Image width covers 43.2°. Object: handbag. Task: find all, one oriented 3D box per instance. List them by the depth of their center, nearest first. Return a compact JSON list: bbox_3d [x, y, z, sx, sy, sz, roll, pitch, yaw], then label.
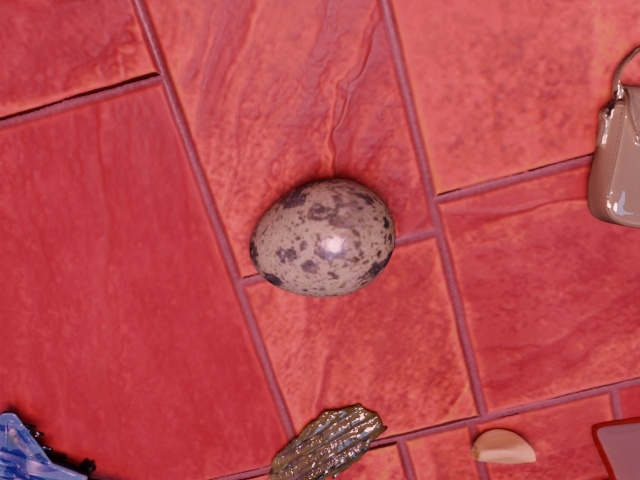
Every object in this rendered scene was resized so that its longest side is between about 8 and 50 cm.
[{"bbox_3d":[0.430,-0.113,0.902,0.256,0.079,0.219,8,97,-5],"label":"handbag"}]

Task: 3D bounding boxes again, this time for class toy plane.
[{"bbox_3d":[-0.357,0.302,1.057,0.246,0.078,0.169,12,112,-13],"label":"toy plane"}]

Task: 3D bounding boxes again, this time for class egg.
[{"bbox_3d":[0.000,0.000,0.906,0.172,0.132,0.132,-16,112,19],"label":"egg"}]

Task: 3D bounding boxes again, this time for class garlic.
[{"bbox_3d":[0.236,0.275,1.064,0.083,0.053,0.041,1,111,-10],"label":"garlic"}]

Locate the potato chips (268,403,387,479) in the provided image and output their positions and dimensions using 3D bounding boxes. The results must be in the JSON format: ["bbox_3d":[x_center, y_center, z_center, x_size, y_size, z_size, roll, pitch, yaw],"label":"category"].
[{"bbox_3d":[-0.009,0.288,1.081,0.207,0.028,0.092,-38,107,12],"label":"potato chips"}]

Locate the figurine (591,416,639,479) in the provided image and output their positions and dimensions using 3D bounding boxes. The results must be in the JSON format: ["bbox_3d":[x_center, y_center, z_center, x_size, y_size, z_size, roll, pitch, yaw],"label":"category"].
[{"bbox_3d":[0.463,0.370,1.069,0.183,0.160,0.226,-7,122,2],"label":"figurine"}]
